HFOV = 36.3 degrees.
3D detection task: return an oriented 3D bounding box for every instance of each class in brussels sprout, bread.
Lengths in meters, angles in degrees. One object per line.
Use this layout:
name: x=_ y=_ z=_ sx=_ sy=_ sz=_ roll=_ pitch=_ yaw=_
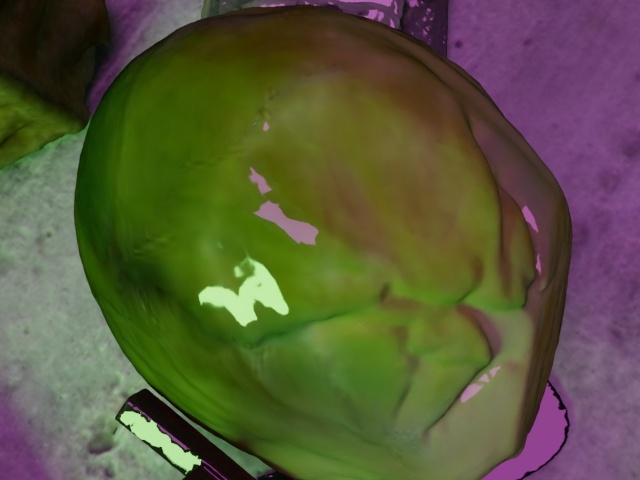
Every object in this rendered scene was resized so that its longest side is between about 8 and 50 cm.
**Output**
brussels sprout: x=0.000 y=0.000 z=0.636 sx=0.344 sy=0.344 sz=0.268 roll=28 pitch=54 yaw=14
bread: x=-0.291 y=-0.169 z=0.724 sx=0.238 sy=0.252 sz=0.196 roll=-22 pitch=75 yaw=-1

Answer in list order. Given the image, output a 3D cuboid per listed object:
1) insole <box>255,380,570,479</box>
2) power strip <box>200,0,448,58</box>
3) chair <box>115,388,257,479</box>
insole: x=0.032 y=0.190 z=0.709 sx=0.322 sy=0.007 sz=0.109 roll=-30 pitch=75 yaw=-1
power strip: x=-0.003 y=-0.148 z=0.773 sx=0.213 sy=0.064 sz=0.198 roll=1 pitch=78 yaw=7
chair: x=-0.033 y=0.302 z=0.527 sx=0.416 sy=0.240 sz=0.203 roll=36 pitch=104 yaw=10
